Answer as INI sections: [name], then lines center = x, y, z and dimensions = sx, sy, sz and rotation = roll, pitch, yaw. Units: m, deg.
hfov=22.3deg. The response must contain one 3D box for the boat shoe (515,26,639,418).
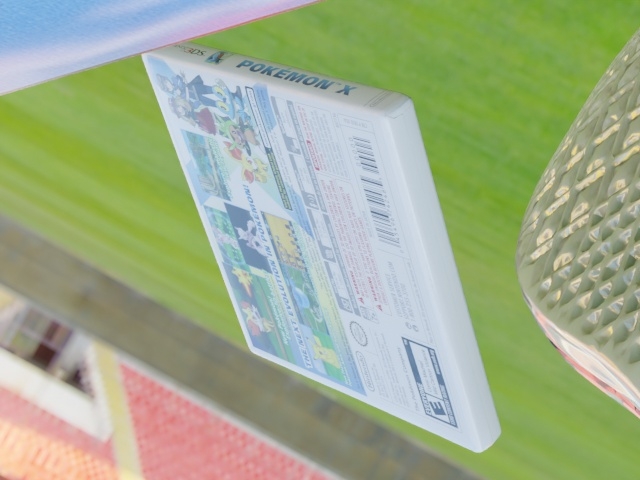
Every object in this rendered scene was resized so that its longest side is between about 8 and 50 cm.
[boat shoe]
center = 0.193, 0.013, 0.592
dimensions = 0.156, 0.187, 0.500
rotation = 32, -166, -14

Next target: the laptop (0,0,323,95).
[laptop]
center = -0.166, 0.030, 0.236
dimensions = 0.381, 0.408, 0.236
rotation = -13, 132, 24

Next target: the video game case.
[video game case]
center = 0.000, 0.000, 1.348
dimensions = 0.300, 0.036, 0.329
rotation = 19, 138, 45
